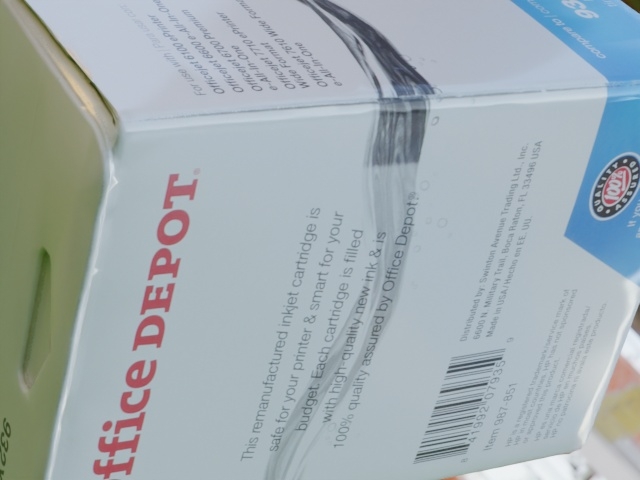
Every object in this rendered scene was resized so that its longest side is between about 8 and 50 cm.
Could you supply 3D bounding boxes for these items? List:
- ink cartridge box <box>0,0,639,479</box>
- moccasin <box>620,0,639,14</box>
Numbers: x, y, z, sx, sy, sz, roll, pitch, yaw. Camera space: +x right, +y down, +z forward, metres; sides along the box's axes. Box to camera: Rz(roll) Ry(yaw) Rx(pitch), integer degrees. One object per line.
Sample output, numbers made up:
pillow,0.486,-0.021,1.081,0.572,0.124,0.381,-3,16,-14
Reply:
ink cartridge box,0.000,0.000,0.810,0.129,0.307,0.223,49,-45,42
moccasin,0.272,-0.265,1.588,0.380,0.139,0.147,-125,-146,-44
